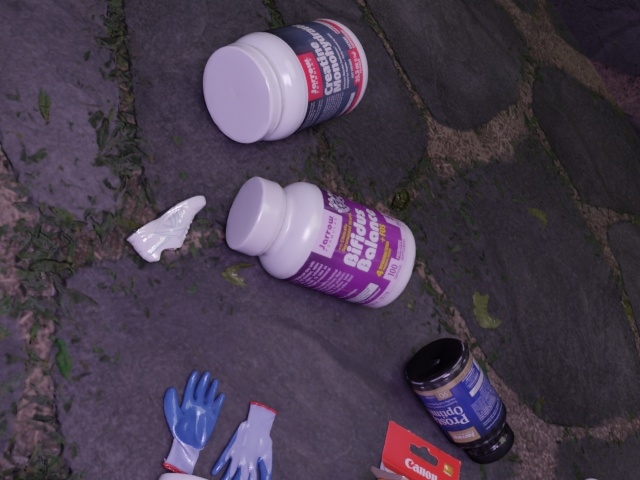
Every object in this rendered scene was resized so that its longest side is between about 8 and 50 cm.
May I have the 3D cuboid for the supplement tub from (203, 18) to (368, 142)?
[{"bbox_3d":[-0.059,-0.294,1.280,0.272,0.191,0.191,-30,87,-44],"label":"supplement tub"}]

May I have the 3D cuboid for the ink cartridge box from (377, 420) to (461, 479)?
[{"bbox_3d":[0.174,0.437,1.168,0.181,0.056,0.224,34,52,-19],"label":"ink cartridge box"}]

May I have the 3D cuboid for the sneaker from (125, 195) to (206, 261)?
[{"bbox_3d":[-0.234,-0.020,1.098,0.152,0.054,0.061,-41,104,-37],"label":"sneaker"}]

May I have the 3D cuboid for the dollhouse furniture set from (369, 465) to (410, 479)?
[{"bbox_3d":[0.123,0.500,0.987,0.259,0.135,0.262,41,65,-17],"label":"dollhouse furniture set"}]

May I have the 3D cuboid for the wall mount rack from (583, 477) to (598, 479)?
[{"bbox_3d":[0.470,0.624,1.257,0.304,0.130,0.350,45,47,-5],"label":"wall mount rack"}]

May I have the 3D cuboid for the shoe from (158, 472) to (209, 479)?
[{"bbox_3d":[-0.147,0.380,0.936,0.178,0.063,0.081,34,45,-25],"label":"shoe"}]

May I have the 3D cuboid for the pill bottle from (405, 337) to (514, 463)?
[{"bbox_3d":[0.256,0.291,1.250,0.219,0.123,0.123,55,45,-18],"label":"pill bottle"}]

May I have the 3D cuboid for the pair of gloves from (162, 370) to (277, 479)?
[{"bbox_3d":[-0.148,0.285,1.017,0.198,0.023,0.159,33,49,-22],"label":"pair of gloves"}]

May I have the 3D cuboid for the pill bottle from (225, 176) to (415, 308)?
[{"bbox_3d":[0.000,0.000,1.185,0.302,0.169,0.169,20,56,-29],"label":"pill bottle"}]
